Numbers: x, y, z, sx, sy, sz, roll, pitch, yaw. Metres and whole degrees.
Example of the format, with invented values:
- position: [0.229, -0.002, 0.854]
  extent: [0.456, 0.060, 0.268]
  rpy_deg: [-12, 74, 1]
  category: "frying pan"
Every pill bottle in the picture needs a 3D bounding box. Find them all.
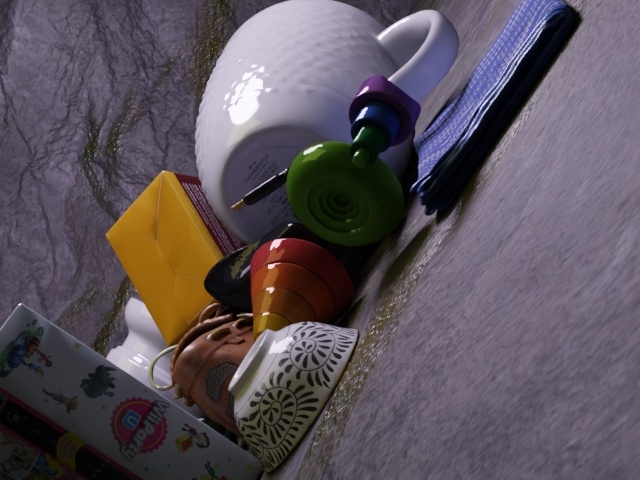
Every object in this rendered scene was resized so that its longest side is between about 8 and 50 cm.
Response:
- position: [-0.156, 0.086, 2.201]
  extent: [0.363, 0.210, 0.210]
  rpy_deg: [-58, 5, -9]
  category: "pill bottle"

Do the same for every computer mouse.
- position: [-0.050, 0.012, 1.684]
  extent: [0.262, 0.184, 0.060]
  rpy_deg: [-29, 53, 28]
  category: "computer mouse"

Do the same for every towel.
- position: [0.172, -0.161, 1.581]
  extent: [0.243, 0.040, 0.336]
  rpy_deg: [-55, 5, 13]
  category: "towel"

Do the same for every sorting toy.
- position: [0.000, 0.000, 1.532]
  extent: [0.366, 0.127, 0.126]
  rpy_deg: [-64, -1, 43]
  category: "sorting toy"

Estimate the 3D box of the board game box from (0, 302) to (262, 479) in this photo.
- position: [-0.240, 0.228, 1.585]
  extent: [0.097, 0.303, 0.224]
  rpy_deg: [-61, 6, -37]
  category: "board game box"

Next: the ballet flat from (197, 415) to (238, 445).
- position: [-0.193, 0.328, 1.752]
  extent: [0.280, 0.095, 0.096]
  rpy_deg: [-58, 14, -3]
  category: "ballet flat"

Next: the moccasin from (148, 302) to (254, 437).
- position: [-0.116, 0.146, 1.761]
  extent: [0.139, 0.147, 0.380]
  rpy_deg: [-59, 0, 6]
  category: "moccasin"

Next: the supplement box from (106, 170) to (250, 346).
- position: [-0.139, 0.030, 1.974]
  extent: [0.129, 0.191, 0.194]
  rpy_deg: [-45, -28, 24]
  category: "supplement box"

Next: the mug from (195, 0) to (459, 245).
- position: [0.015, -0.152, 1.854]
  extent: [0.374, 0.276, 0.328]
  rpy_deg: [-35, 17, 20]
  category: "mug"

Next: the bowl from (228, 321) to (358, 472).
- position: [-0.040, 0.140, 1.507]
  extent: [0.170, 0.080, 0.170]
  rpy_deg: [-55, 5, 8]
  category: "bowl"
